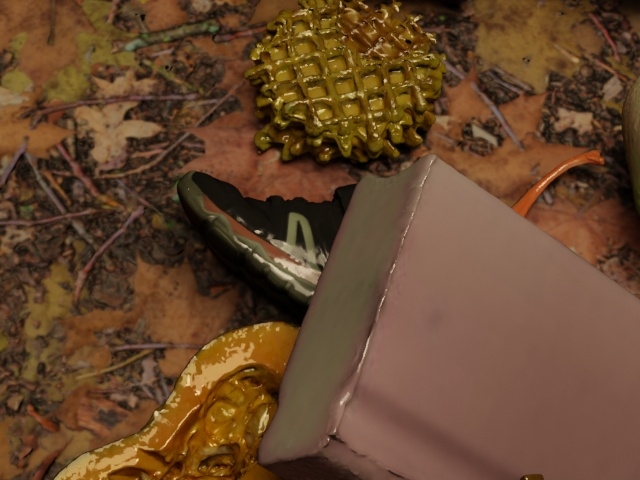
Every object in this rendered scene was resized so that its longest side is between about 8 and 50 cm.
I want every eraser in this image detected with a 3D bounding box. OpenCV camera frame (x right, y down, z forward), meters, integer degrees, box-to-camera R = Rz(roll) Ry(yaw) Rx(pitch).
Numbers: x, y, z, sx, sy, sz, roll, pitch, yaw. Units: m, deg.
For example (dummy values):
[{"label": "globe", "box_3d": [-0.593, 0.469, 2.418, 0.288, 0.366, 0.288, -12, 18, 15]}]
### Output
[{"label": "eraser", "box_3d": [0.153, 0.137, 1.316, 0.359, 0.122, 0.272, 32, 62, -25]}]

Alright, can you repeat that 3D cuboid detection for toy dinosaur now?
[{"label": "toy dinosaur", "box_3d": [0.174, 0.010, 1.508, 0.279, 0.055, 0.101, -32, 46, -15]}]

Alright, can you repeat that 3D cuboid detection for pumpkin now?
[{"label": "pumpkin", "box_3d": [-0.075, 0.224, 1.342, 0.317, 0.139, 0.222, -38, 67, -22]}]

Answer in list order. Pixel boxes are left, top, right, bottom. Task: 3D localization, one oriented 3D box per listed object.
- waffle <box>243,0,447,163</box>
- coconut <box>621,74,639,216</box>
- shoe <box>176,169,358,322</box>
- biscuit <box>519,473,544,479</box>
[{"label": "waffle", "box_3d": [0.025, -0.165, 1.581, 0.193, 0.070, 0.197, 12, 64, 4]}, {"label": "coconut", "box_3d": [0.387, -0.088, 1.492, 0.204, 0.236, 0.236, 36, 60, -29]}, {"label": "shoe", "box_3d": [0.000, 0.000, 1.464, 0.291, 0.114, 0.137, 31, 75, 13]}, {"label": "biscuit", "box_3d": [0.163, 0.224, 1.224, 0.082, 0.016, 0.092, 5, 80, -30]}]
